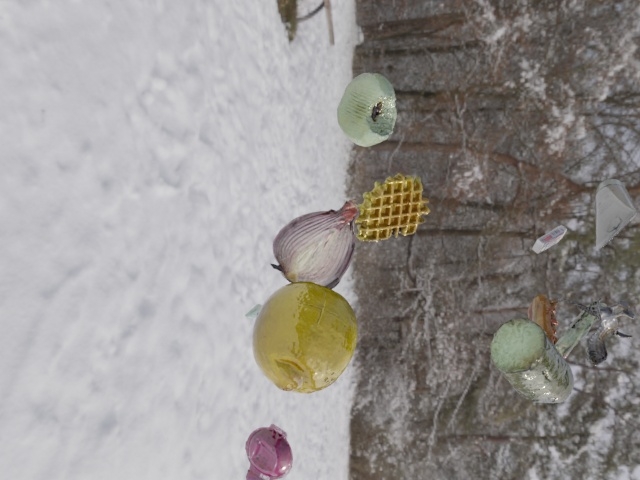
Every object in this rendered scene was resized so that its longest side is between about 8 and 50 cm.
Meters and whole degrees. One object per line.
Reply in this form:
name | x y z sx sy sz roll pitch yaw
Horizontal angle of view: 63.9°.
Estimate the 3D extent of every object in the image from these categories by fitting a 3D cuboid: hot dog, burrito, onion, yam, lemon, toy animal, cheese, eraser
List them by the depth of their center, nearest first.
lemon | -0.042 0.256 1.369 0.297 0.298 0.296 -4 90 -85
cheese | -0.157 0.633 1.460 0.062 0.155 0.244 -7 119 -65
toy animal | 0.852 0.249 1.510 0.160 0.197 0.272 104 -1 -46
yam | 0.666 0.390 1.621 0.300 0.195 0.195 45 31 -36
eraser | 0.728 -0.004 1.631 0.029 0.122 0.052 49 -30 31
onion | 0.000 0.000 1.741 0.267 0.348 0.159 45 -2 -17
burrito | 1.005 0.353 2.010 0.066 0.309 0.096 44 -12 18
hot dog | 0.971 0.401 2.226 0.158 0.117 0.348 86 16 -53

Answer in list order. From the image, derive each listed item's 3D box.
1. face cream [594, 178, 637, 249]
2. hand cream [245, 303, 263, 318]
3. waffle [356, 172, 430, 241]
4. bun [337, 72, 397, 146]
face cream | 0.846 -0.091 1.487 0.143 0.089 0.314 -57 173 37
hand cream | -0.154 0.255 1.733 0.078 0.205 0.049 -44 133 -45
waffle | 0.259 -0.099 1.810 0.283 0.309 0.065 43 1 -37
bun | 0.155 -0.386 1.531 0.203 0.127 0.212 53 -50 21
